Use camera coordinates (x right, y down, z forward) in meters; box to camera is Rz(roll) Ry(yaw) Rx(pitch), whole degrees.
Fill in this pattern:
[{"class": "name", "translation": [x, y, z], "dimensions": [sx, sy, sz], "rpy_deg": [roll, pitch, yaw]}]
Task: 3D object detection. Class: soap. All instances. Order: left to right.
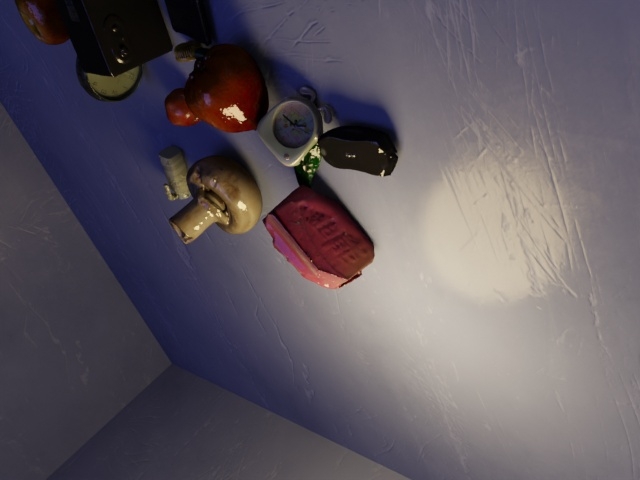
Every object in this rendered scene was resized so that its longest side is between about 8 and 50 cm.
[{"class": "soap", "translation": [0.000, 0.000, 1.774], "dimensions": [0.325, 0.220, 0.127], "rpy_deg": [52, 152, -7]}]

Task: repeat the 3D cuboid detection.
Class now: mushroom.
[{"class": "mushroom", "translation": [-0.350, -0.121, 1.987], "dimensions": [0.292, 0.290, 0.293], "rpy_deg": [34, 151, 23]}]

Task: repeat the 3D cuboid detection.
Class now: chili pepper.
[{"class": "chili pepper", "translation": [-0.042, -0.224, 1.725], "dimensions": [0.108, 0.062, 0.216], "rpy_deg": [28, 146, 28]}]

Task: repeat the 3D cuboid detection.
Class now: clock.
[{"class": "clock", "translation": [-0.666, -0.553, 1.949], "dimensions": [0.048, 0.226, 0.226], "rpy_deg": [21, 140, 33]}, {"class": "clock", "translation": [-0.061, -0.301, 1.601], "dimensions": [0.191, 0.062, 0.151], "rpy_deg": [-42, 83, 20]}]

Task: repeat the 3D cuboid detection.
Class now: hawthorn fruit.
[{"class": "hawthorn fruit", "translation": [-0.430, -0.415, 1.928], "dimensions": [0.128, 0.128, 0.128], "rpy_deg": [31, 145, 25]}, {"class": "hawthorn fruit", "translation": [-0.236, -0.391, 1.651], "dimensions": [0.224, 0.224, 0.261], "rpy_deg": [7, 153, 46]}]

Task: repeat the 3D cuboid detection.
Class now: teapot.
[{"class": "teapot", "translation": [-0.542, -0.237, 2.261], "dimensions": [0.077, 0.107, 0.201], "rpy_deg": [23, 142, 29]}]

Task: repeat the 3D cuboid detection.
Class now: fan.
[{"class": "fan", "translation": [-0.352, -0.533, 1.726], "dimensions": [0.155, 0.082, 0.039], "rpy_deg": [23, 137, 40]}]

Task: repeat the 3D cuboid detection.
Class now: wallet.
[{"class": "wallet", "translation": [-0.374, -0.688, 1.624], "dimensions": [0.170, 0.044, 0.321], "rpy_deg": [28, 147, 29]}]

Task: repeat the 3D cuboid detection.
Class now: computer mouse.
[{"class": "computer mouse", "translation": [0.096, -0.230, 1.540], "dimensions": [0.217, 0.073, 0.122], "rpy_deg": [16, 139, 31]}]

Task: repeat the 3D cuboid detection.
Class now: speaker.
[{"class": "speaker", "translation": [-0.593, -0.636, 1.764], "dimensions": [0.184, 0.232, 0.254], "rpy_deg": [17, 133, 39]}]

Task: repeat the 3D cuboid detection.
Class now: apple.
[{"class": "apple", "translation": [-0.906, -0.775, 2.047], "dimensions": [0.210, 0.173, 0.234], "rpy_deg": [49, 158, -12]}]
